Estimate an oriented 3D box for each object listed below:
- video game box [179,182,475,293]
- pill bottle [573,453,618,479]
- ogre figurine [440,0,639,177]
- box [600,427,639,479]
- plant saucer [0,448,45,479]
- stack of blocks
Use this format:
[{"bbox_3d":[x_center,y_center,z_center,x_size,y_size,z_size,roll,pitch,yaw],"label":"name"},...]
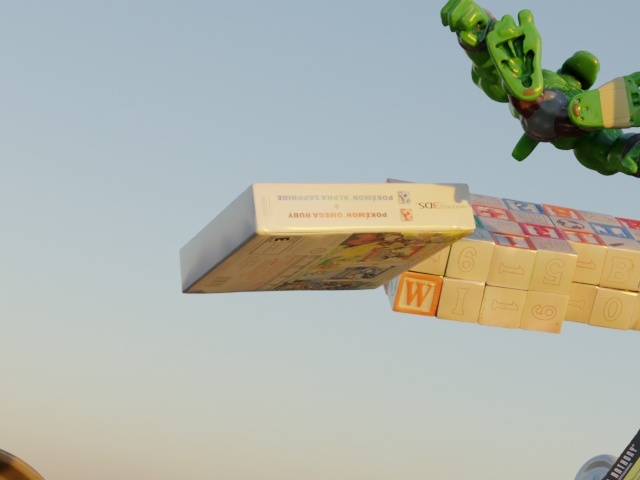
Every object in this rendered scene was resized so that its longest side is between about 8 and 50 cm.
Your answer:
[{"bbox_3d":[0.000,0.000,1.286,0.187,0.048,0.205,2,-16,-22],"label":"video game box"},{"bbox_3d":[0.363,0.307,1.754,0.160,0.087,0.087,28,-21,-30],"label":"pill bottle"},{"bbox_3d":[0.172,-0.104,1.149,0.197,0.097,0.118,17,-6,3],"label":"ogre figurine"},{"bbox_3d":[0.243,0.179,0.813,0.232,0.087,0.058,26,-15,50],"label":"box"},{"bbox_3d":[-0.381,0.334,1.550,0.278,0.278,0.041,16,-3,-30],"label":"plant saucer"},{"bbox_3d":[0.213,0.023,1.589,0.297,0.087,0.171,9,18,-9],"label":"stack of blocks"}]
